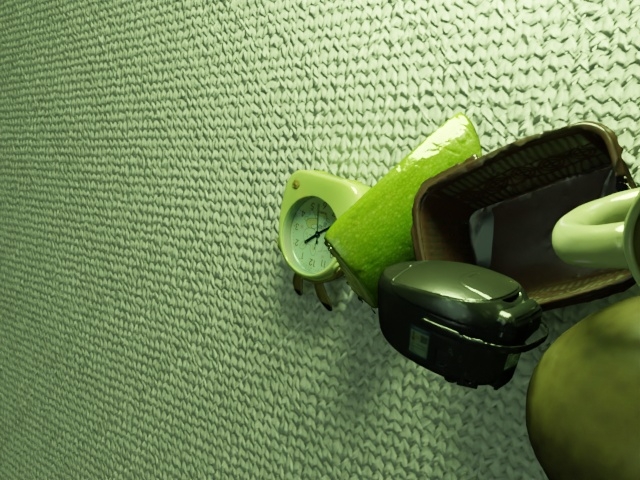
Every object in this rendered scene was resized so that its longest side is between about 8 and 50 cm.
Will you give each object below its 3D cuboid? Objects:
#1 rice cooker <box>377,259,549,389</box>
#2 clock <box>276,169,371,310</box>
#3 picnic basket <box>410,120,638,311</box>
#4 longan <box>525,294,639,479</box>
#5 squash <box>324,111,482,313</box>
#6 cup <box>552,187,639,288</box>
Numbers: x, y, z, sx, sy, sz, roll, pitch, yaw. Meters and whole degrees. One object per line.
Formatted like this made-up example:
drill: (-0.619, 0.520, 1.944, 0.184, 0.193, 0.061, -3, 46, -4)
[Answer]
rice cooker: (0.159, 0.090, 0.756, 0.203, 0.142, 0.118, 24, 116, 42)
clock: (0.000, 0.000, 1.117, 0.170, 0.069, 0.232, 22, 104, 39)
picnic basket: (0.275, -0.013, 0.836, 0.297, 0.129, 0.222, -21, 74, 39)
longan: (0.368, 0.192, 0.639, 0.319, 0.319, 0.319, -1, 88, 41)
squash: (0.158, -0.027, 1.005, 0.289, 0.203, 0.111, -41, 57, -7)
cup: (0.358, -0.008, 0.574, 0.173, 0.202, 0.255, 56, 140, 8)
